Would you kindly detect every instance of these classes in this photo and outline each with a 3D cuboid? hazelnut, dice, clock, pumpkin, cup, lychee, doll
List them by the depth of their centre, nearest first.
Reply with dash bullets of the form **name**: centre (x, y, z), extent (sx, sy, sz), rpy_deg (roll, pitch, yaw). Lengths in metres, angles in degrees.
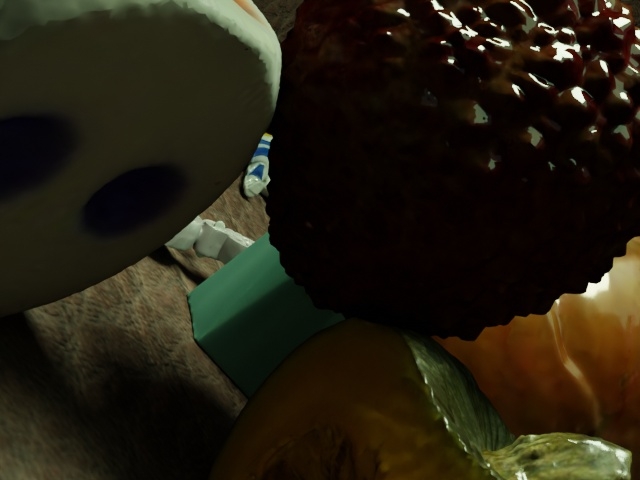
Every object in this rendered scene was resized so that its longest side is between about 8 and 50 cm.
- **pumpkin**: centre (0.060, 0.163, 0.585), extent (0.139, 0.222, 0.317), rpy_deg (39, 12, -29)
- **dice**: centre (-0.196, -0.118, 0.594), extent (0.259, 0.243, 0.251), rpy_deg (53, 13, 21)
- **lychee**: centre (0.071, -0.065, 0.702), extent (0.300, 0.264, 0.264), rpy_deg (8, -1, 19)
- **cup**: centre (0.017, 0.018, 0.911), extent (0.148, 0.235, 0.134), rpy_deg (44, 10, 0)
- **clock**: centre (-0.110, -0.009, 0.974), extent (0.129, 0.041, 0.087), rpy_deg (23, 9, -17)
- **hazelnut**: centre (0.196, 0.140, 1.022), extent (0.372, 0.315, 0.372), rpy_deg (24, 54, -38)
- **doll**: centre (-0.072, -0.098, 1.457), extent (0.114, 0.057, 0.227), rpy_deg (37, 16, -25)
